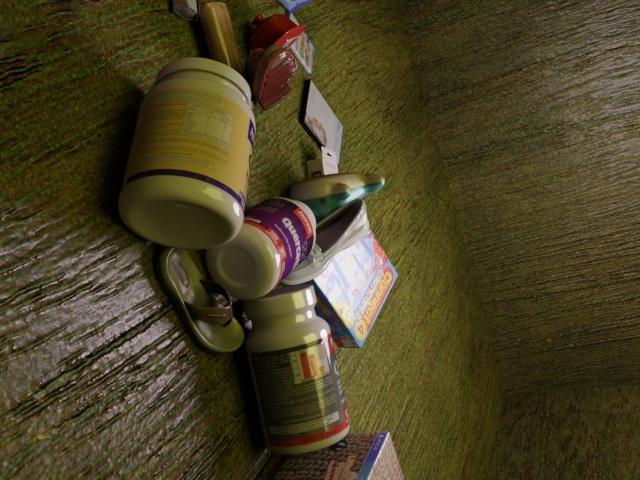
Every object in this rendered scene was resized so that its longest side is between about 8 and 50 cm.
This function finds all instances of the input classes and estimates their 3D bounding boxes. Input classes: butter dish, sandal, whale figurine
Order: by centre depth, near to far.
[{"bbox_3d":[-0.244,0.132,1.500,0.302,0.086,0.120,61,31,-34],"label":"sandal"},{"bbox_3d":[-0.142,-0.575,1.955,0.118,0.160,0.160,50,31,-5],"label":"butter dish"},{"bbox_3d":[0.050,-0.122,2.013,0.216,0.272,0.141,-161,-120,-74],"label":"whale figurine"}]

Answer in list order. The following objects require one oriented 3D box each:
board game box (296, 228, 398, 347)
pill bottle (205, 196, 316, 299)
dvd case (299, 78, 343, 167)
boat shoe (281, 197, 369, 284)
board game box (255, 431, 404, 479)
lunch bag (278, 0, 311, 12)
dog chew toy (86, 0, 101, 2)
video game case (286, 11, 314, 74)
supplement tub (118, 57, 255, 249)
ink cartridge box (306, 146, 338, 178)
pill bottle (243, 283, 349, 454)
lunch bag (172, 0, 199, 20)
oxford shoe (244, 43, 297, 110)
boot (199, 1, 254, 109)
[{"bbox_3d":[0.077,0.104,2.068,0.302,0.086,0.308,56,47,-30],"label":"board game box"},{"bbox_3d":[-0.126,0.004,1.685,0.323,0.182,0.181,-42,118,-60],"label":"pill bottle"},{"bbox_3d":[0.007,-0.378,2.292,0.253,0.022,0.180,49,39,-47],"label":"dvd case"},{"bbox_3d":[0.003,0.001,1.892,0.320,0.118,0.103,-33,142,-23],"label":"boat shoe"},{"bbox_3d":[0.014,0.576,1.625,0.232,0.291,0.141,-47,122,-60],"label":"board game box"},{"bbox_3d":[-0.023,-0.831,2.089,0.221,0.293,0.138,27,57,-59],"label":"lunch bag"},{"bbox_3d":[-0.422,-0.612,1.314,0.207,0.207,0.331,10,80,-63],"label":"dog chew toy"},{"bbox_3d":[-0.067,-0.630,2.246,0.166,0.015,0.119,47,39,-48],"label":"video game case"},{"bbox_3d":[-0.258,-0.174,1.413,0.241,0.241,0.331,44,43,-50],"label":"supplement tub"},{"bbox_3d":[0.010,-0.191,2.180,0.104,0.060,0.180,12,70,-62],"label":"ink cartridge box"},{"bbox_3d":[-0.064,0.299,1.665,0.210,0.210,0.362,-16,96,-64],"label":"pill bottle"},{"bbox_3d":[-0.315,-0.569,1.668,0.083,0.053,0.071,20,63,-75],"label":"lunch bag"},{"bbox_3d":[-0.147,-0.431,1.780,0.130,0.123,0.348,52,-10,0],"label":"oxford shoe"},{"bbox_3d":[-0.245,-0.441,1.708,0.236,0.089,0.269,-77,153,-79],"label":"boot"}]
